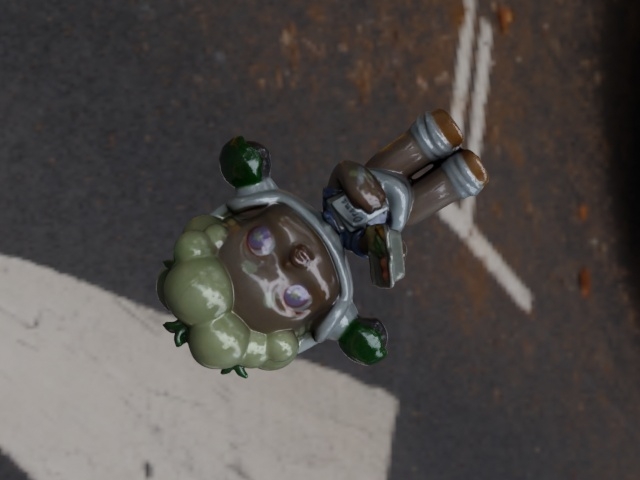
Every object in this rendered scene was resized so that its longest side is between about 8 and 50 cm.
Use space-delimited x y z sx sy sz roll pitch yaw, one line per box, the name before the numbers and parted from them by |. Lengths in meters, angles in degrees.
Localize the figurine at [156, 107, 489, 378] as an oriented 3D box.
figurine | 0.000 0.000 0.774 0.147 0.197 0.093 56 5 -2
